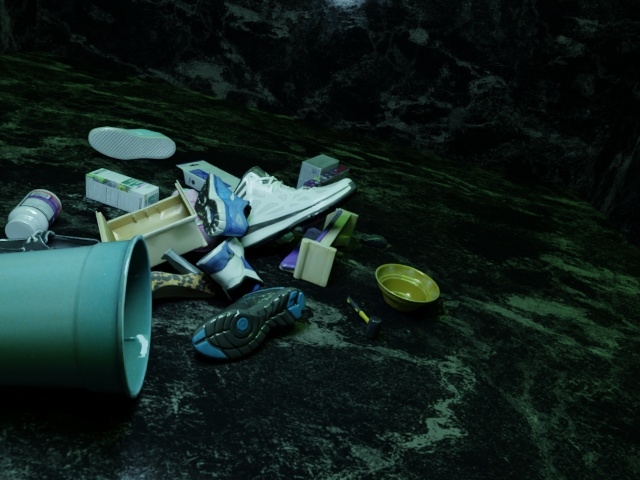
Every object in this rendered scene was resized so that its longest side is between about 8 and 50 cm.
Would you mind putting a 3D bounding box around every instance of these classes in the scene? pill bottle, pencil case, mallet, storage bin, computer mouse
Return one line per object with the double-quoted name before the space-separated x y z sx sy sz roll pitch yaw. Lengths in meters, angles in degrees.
"pill bottle" -0.867 -0.069 1.462 0.108 0.108 0.193 8 28 -13
"pencil case" -0.436 -0.075 1.677 0.124 0.124 0.284 -1 31 -29
"mallet" 0.125 0.234 1.483 0.039 0.062 0.190 3 15 -26
"storage bin" -0.513 -0.043 1.469 0.263 0.123 0.260 -25 41 -15
"computer mouse" 0.156 -0.020 1.966 0.242 0.041 0.071 13 28 -3

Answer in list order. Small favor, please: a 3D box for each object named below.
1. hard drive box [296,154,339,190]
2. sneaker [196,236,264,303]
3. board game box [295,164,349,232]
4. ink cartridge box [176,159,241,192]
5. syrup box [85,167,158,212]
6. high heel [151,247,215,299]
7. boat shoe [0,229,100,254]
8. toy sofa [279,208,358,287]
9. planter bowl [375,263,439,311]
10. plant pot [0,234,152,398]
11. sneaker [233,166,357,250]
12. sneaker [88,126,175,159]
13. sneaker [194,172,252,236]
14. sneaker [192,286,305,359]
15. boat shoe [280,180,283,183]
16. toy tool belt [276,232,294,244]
"hard drive box" -0.022 -0.231 2.066 0.089 0.232 0.181 25 28 19
"sneaker" -0.263 0.098 1.446 0.182 0.128 0.315 53 -1 -7
"board game box" 0.010 -0.178 2.008 0.056 0.208 0.347 28 30 16
"ink cartridge box" -0.443 -0.245 2.063 0.333 0.065 0.165 29 30 23
"syrup box" -0.716 -0.175 1.754 0.237 0.096 0.093 18 27 8
"high heel" -0.408 0.159 1.319 0.186 0.093 0.261 42 47 -12
"boat shoe" -0.771 0.019 1.350 0.302 0.102 0.108 9 28 -13
"toy sofa" 0.000 0.000 1.728 0.177 0.150 0.362 21 28 8
"planter bowl" 0.274 0.172 1.605 0.217 0.090 0.217 12 28 -7
"plant pot" -0.544 0.158 0.994 0.335 0.340 0.341 0 30 -12
"sneaker" -0.118 -0.164 1.636 0.448 0.257 0.169 -25 -4 8
"sneaker" -0.850 -0.439 2.172 0.366 0.135 0.150 4 20 -38
"sneaker" -0.311 -0.104 1.570 0.147 0.129 0.330 18 26 -33
"sneaker" -0.200 0.215 1.292 0.140 0.124 0.341 3 15 45
"boat shoe" -0.188 -0.191 2.068 0.079 0.081 0.227 -25 14 18
"toy tool belt" -0.126 -0.018 1.804 0.052 0.051 0.083 34 32 32
